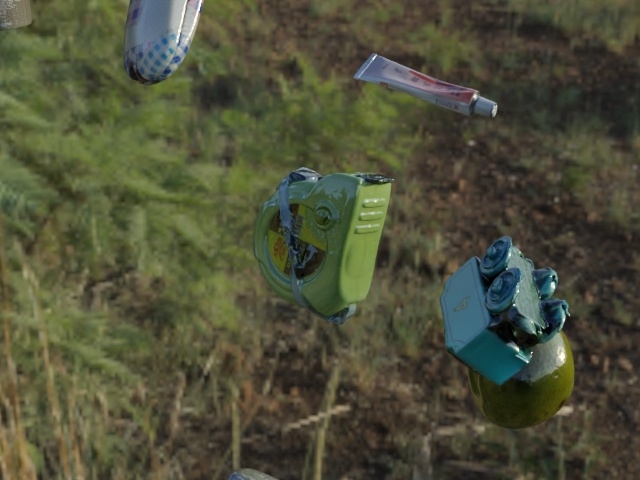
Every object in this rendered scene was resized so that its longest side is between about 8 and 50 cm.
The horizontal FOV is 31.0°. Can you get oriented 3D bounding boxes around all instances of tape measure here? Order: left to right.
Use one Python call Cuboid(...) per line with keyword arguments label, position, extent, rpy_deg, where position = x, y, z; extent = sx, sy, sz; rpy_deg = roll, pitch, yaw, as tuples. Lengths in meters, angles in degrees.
Cuboid(label="tape measure", position=(0.000, 0.000, 1.461), extent=(0.175, 0.200, 0.106), rpy_deg=(18, 17, 35))

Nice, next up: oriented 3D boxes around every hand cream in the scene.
Cuboid(label="hand cream", position=(0.156, -0.223, 1.674), extent=(0.216, 0.038, 0.052), rpy_deg=(23, 25, 20))

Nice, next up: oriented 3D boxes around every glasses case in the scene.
Cuboid(label="glasses case", position=(-0.207, -0.372, 1.605), extent=(0.076, 0.327, 0.125), rpy_deg=(21, -19, -37))

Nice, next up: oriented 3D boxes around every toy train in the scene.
Cuboid(label="toy train", position=(0.235, 0.090, 1.516), extent=(0.107, 0.154, 0.198), rpy_deg=(36, 27, -20))

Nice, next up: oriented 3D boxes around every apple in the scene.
Cuboid(label="apple", position=(0.314, 0.200, 1.819), extent=(0.157, 0.196, 0.196), rpy_deg=(-13, 24, -2))

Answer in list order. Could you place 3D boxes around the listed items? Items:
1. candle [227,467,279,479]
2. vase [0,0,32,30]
Cuboid(label="candle", position=(-0.085, 0.311, 1.226), extent=(0.068, 0.168, 0.192), rpy_deg=(25, 40, 11))
Cuboid(label="vase", position=(-0.270, -0.224, 0.944), extent=(0.053, 0.100, 0.053), rpy_deg=(-6, 18, 2))
